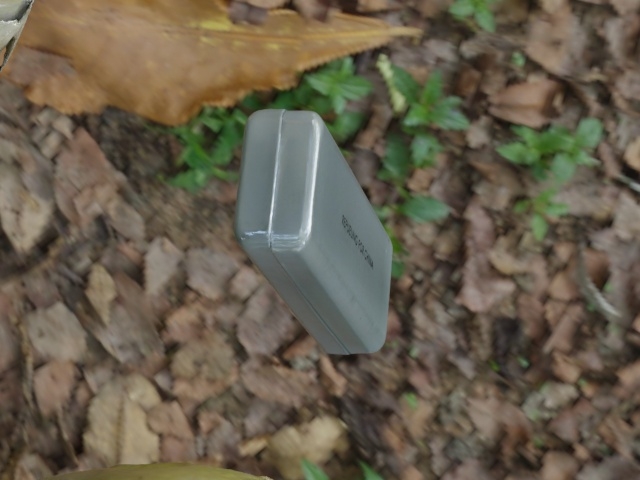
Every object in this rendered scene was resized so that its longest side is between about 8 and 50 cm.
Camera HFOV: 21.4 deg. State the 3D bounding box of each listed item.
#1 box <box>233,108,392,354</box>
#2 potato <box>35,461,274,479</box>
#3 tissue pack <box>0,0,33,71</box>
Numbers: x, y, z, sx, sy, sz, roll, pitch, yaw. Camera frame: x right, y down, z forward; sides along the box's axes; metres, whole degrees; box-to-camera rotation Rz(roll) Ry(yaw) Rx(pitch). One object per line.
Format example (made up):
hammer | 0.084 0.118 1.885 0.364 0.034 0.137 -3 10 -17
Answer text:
box | 0.000 0.000 1.191 0.055 0.243 0.103 0 70 14
potato | -0.096 0.153 0.550 0.239 0.299 0.116 -24 107 25
tissue pack | -0.226 -0.200 0.660 0.305 0.238 0.238 15 98 -40
